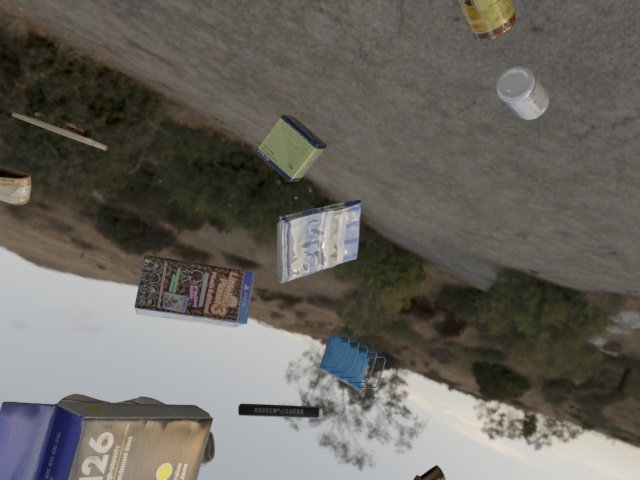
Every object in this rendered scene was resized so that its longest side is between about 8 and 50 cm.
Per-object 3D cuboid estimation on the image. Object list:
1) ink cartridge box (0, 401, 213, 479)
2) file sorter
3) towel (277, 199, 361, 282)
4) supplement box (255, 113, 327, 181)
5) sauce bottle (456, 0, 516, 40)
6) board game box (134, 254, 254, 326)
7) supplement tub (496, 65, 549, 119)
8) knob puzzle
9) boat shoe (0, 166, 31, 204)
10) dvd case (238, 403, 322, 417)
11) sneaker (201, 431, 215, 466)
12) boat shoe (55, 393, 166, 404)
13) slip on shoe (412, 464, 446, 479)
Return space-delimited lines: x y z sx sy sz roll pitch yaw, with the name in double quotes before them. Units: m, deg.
"ink cartridge box" -0.323 0.386 0.816 0.072 0.303 0.307 12 176 42
"file sorter" 0.106 0.385 1.829 0.170 0.118 0.104 34 151 -25
"towel" 0.000 0.000 1.649 0.285 0.209 0.034 -15 -148 -32
"supplement box" -0.051 -0.160 1.005 0.083 0.083 0.056 42 -163 9
"sauce bottle" 0.120 -0.225 0.470 0.042 0.042 0.128 19 155 52
"board game box" -0.351 0.148 1.594 0.291 0.141 0.232 10 166 -14
"supplement tub" 0.383 -0.278 1.090 0.071 0.071 0.107 20 -177 37
"knob puzzle" -0.555 -0.244 1.274 0.213 0.030 0.213 20 180 0
"boat shoe" -0.568 -0.116 0.960 0.170 0.059 0.063 19 -158 -20
"dvd case" -0.087 0.405 1.369 0.179 0.029 0.238 1 164 3
"sneaker" -0.320 0.364 0.985 0.281 0.115 0.105 29 -142 -40
"boat shoe" -0.448 0.398 1.154 0.341 0.127 0.158 -6 -166 27
"slip on shoe" 0.237 0.586 1.391 0.135 0.041 0.051 -18 172 -12
